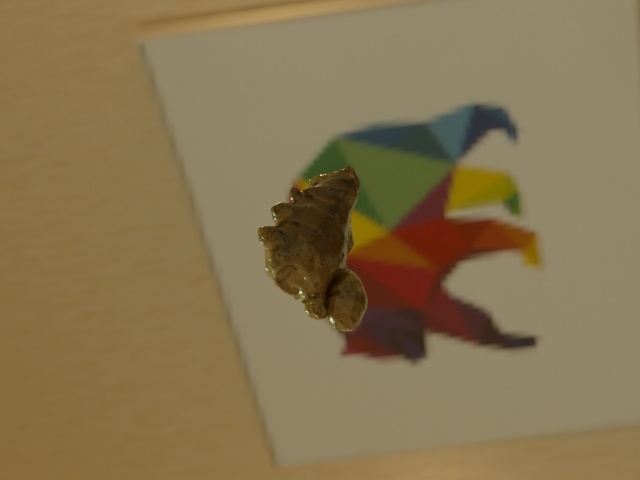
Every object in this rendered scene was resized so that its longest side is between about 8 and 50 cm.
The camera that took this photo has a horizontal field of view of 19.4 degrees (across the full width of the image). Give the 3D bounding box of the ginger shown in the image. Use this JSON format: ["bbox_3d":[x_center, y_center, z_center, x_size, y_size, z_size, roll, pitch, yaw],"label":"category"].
[{"bbox_3d":[-0.012,0.001,1.909,0.081,0.115,0.205,101,169,-45],"label":"ginger"}]
